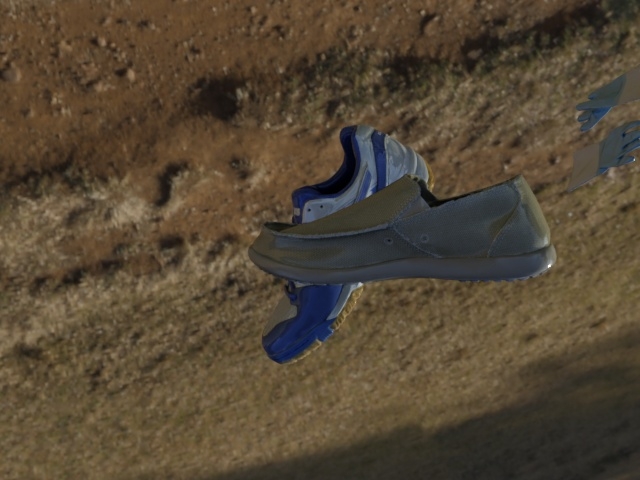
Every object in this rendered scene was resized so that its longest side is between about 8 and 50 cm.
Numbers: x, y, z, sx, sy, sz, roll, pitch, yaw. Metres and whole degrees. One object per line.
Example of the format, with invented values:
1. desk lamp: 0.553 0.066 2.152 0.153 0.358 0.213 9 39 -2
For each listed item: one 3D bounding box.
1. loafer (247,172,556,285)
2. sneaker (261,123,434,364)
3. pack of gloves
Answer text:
1. loafer: 0.066 -0.013 0.682 0.268 0.092 0.102 -2 -174 13
2. sneaker: 0.000 0.000 0.908 0.131 0.112 0.296 34 88 -22
3. pack of gloves: 0.493 -0.207 1.353 0.046 0.195 0.232 18 166 -9
